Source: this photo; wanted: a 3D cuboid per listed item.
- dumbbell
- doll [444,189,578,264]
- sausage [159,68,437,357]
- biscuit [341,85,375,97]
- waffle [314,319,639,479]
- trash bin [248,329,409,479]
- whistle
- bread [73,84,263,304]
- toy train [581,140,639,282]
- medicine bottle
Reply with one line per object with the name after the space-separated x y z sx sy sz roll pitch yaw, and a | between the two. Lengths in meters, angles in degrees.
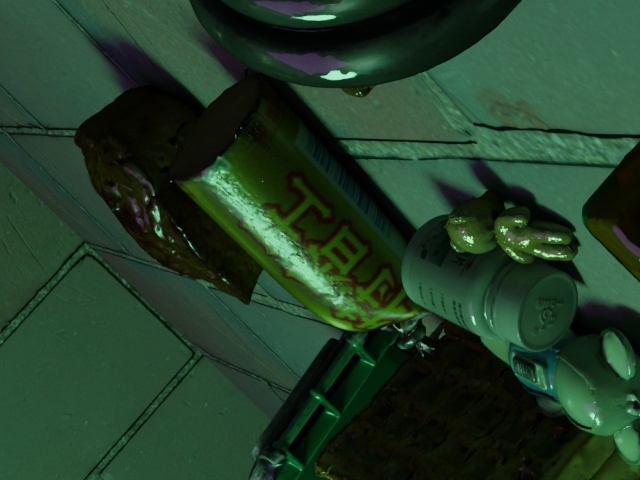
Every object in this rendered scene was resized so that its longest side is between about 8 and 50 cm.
-0.024 -0.217 0.576 0.179 0.179 0.406 32 165 34 | dumbbell
0.138 -0.002 1.097 0.093 0.051 0.061 31 157 33 | doll
-0.002 0.001 1.346 0.125 0.117 0.317 -25 120 32 | sausage
-0.005 -0.154 1.081 0.130 0.019 0.119 48 166 -31 | biscuit
0.147 0.194 1.360 0.091 0.213 0.308 49 166 -26 | waffle
0.128 0.282 1.671 0.381 0.259 0.295 31 165 13 | trash bin
0.199 0.100 1.222 0.235 0.077 0.114 27 132 64 | whistle
-0.158 -0.055 1.589 0.232 0.135 0.247 26 161 49 | bread
0.271 0.047 0.626 0.429 0.178 0.249 44 177 -9 | toy train
0.132 0.034 1.170 0.130 0.080 0.080 26 160 48 | medicine bottle
